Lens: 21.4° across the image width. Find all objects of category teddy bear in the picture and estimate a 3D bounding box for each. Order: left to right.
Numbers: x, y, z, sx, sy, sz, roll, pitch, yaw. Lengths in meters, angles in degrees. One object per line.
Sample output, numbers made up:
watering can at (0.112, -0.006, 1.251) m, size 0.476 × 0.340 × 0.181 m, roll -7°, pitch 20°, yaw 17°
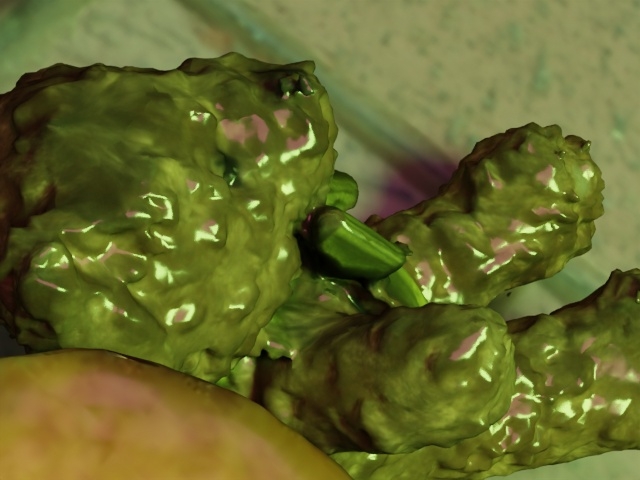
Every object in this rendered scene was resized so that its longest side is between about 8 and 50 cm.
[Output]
teddy bear at (0.009, -0.005, 0.679) m, size 0.296 × 0.222 × 0.246 m, roll -22°, pitch 46°, yaw -15°

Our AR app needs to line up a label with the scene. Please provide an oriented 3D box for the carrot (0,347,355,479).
carrot at (-0.086, 0.168, 0.540) m, size 0.196 × 0.254 × 0.196 m, roll 6°, pitch 62°, yaw -11°
